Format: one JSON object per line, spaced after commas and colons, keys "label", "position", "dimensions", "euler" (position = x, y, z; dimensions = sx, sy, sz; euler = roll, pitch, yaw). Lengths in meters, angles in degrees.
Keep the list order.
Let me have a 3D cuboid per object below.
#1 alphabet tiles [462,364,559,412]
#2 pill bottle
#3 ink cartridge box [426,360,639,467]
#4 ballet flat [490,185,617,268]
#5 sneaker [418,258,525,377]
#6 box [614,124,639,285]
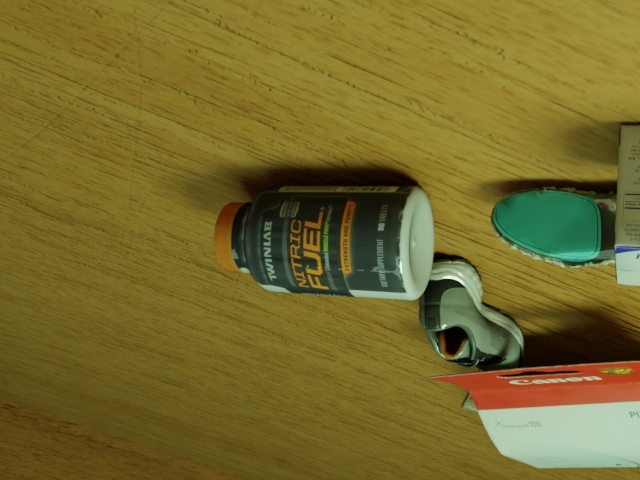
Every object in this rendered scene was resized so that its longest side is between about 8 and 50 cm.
{"label": "alphabet tiles", "position": [0.354, 0.265, 1.319], "dimensions": [0.198, 0.009, 0.237], "euler": [12, 151, 7]}
{"label": "pill bottle", "position": [0.000, 0.000, 0.918], "dimensions": [0.245, 0.131, 0.130], "euler": [1, 147, 23]}
{"label": "ink cartridge box", "position": [0.380, 0.264, 1.138], "dimensions": [0.308, 0.091, 0.385], "euler": [-12, 154, 37]}
{"label": "ballet flat", "position": [0.301, -0.009, 0.813], "dimensions": [0.240, 0.091, 0.077], "euler": [5, 171, 26]}
{"label": "sneaker", "position": [0.200, 0.133, 1.071], "dimensions": [0.100, 0.108, 0.271], "euler": [-9, 144, 33]}
{"label": "box", "position": [0.331, -0.030, 0.699], "dimensions": [0.126, 0.137, 0.072], "euler": [3, 149, 22]}
